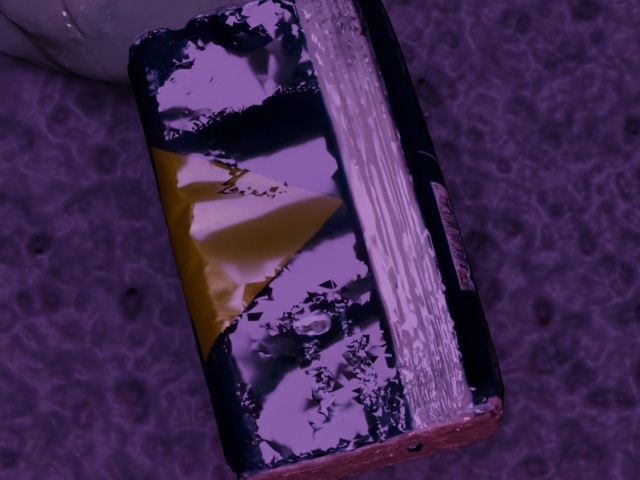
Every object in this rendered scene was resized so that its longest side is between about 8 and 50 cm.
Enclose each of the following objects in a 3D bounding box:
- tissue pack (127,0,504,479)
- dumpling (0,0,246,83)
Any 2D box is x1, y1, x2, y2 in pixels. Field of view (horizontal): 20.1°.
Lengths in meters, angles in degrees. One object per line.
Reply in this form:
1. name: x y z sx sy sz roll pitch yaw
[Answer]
1. tissue pack: 0.000 0.000 1.648 0.253 0.264 0.416 -15 79 4
2. dumpling: -0.183 -0.283 1.753 0.321 0.212 0.270 -42 95 -13
